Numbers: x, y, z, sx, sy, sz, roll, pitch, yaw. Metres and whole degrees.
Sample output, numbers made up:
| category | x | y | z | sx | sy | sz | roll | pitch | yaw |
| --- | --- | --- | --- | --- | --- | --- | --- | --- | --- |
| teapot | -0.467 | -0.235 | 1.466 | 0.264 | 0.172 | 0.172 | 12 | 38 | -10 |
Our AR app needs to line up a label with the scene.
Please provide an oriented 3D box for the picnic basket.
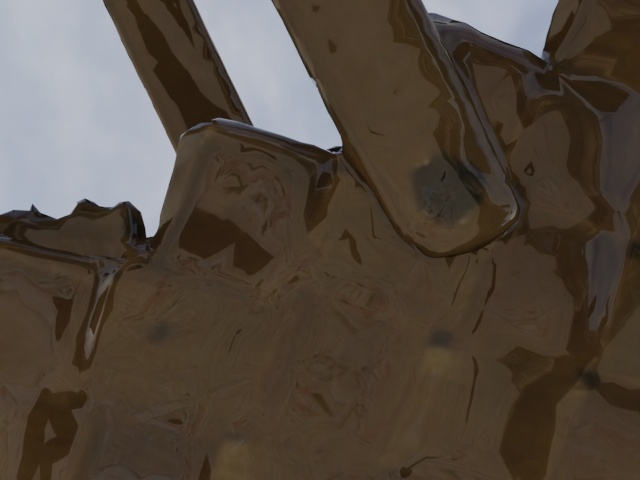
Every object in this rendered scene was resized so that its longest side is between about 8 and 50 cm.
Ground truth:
| category | x | y | z | sx | sy | sz | roll | pitch | yaw |
| --- | --- | --- | --- | --- | --- | --- | --- | --- | --- |
| picnic basket | 0.000 | 0.000 | 0.468 | 0.254 | 0.291 | 0.321 | 123 | -58 | -79 |
